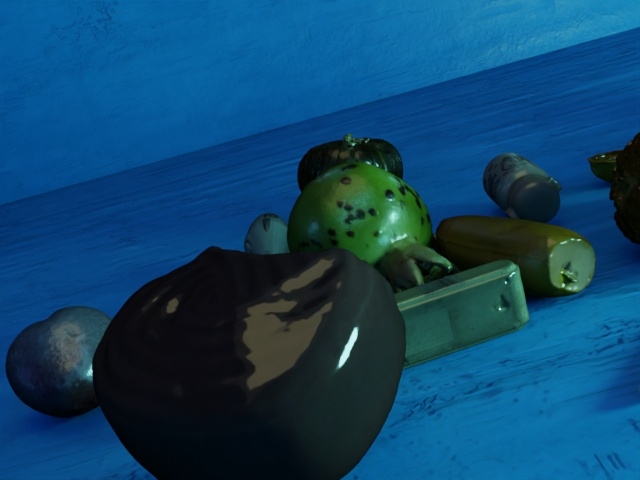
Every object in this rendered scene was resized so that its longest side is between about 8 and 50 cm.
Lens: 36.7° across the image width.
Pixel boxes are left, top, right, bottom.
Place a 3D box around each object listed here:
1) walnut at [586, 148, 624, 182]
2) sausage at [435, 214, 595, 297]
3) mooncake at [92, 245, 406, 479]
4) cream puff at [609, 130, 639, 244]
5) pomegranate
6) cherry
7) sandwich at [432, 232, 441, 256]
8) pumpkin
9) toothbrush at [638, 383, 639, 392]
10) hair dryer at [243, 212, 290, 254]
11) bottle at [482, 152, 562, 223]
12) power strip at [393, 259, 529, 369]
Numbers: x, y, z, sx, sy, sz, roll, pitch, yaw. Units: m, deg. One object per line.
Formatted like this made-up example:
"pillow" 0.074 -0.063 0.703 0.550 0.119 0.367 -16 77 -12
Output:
"walnut" 0.534 -0.130 1.696 0.121 0.052 0.091 -4 18 30
"sausage" 0.250 0.015 1.375 0.112 0.112 0.328 -23 17 -24
"mooncake" -0.073 0.124 1.037 0.334 0.174 0.326 -37 36 -7
"cream puff" 0.548 -0.107 1.315 0.303 0.212 0.303 -11 12 3
"pomegranate" 0.086 0.020 1.415 0.231 0.231 0.286 -27 59 -35
"cherry" -0.351 0.175 1.366 0.176 0.140 0.176 -6 39 5
"sandwich" 0.228 0.001 1.574 0.093 0.035 0.105 -18 14 -5
"pumpkin" 0.062 -0.146 2.026 0.224 0.157 0.223 -4 12 1
"toothbrush" 0.407 0.100 1.081 0.024 0.021 0.288 -16 13 39
"hair dryer" -0.021 0.017 1.727 0.267 0.092 0.229 -1 27 16
"bottle" 0.340 -0.080 1.643 0.110 0.097 0.209 -47 13 10
"power strip" 0.074 0.121 1.211 0.388 0.092 0.066 -17 15 -7
